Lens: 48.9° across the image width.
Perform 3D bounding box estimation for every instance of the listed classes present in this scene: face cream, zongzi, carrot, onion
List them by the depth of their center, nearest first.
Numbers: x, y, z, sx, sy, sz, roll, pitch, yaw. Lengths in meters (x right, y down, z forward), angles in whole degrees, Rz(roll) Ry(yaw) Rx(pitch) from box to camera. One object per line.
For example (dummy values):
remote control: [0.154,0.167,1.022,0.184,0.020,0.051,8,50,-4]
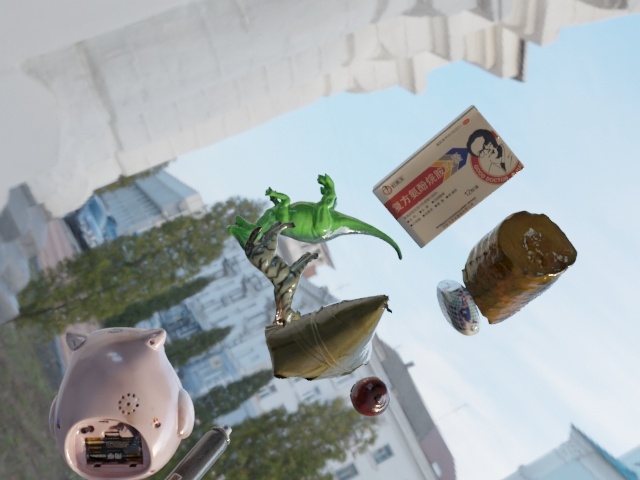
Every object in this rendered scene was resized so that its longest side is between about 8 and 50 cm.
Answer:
zongzi: [0.115,0.246,1.900,0.447,0.418,0.181,7,58,-56]
face cream: [-0.341,0.613,1.931,0.073,0.283,0.073,19,-50,24]
carrot: [0.566,0.073,2.070,0.241,0.241,0.341,61,-31,18]
onion: [0.157,0.489,2.211,0.131,0.131,0.131,58,-16,28]

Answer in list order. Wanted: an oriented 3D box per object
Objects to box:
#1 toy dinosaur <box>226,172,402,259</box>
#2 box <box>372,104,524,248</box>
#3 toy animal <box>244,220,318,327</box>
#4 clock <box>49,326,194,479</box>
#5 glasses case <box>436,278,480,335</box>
toy dinosaur: [0.000,0.000,2.233,0.500,0.374,0.144,42,-24,-3]
box: [0.339,-0.169,1.895,0.214,0.353,0.069,49,14,-7]
toy animal: [-0.079,0.070,1.721,0.090,0.170,0.255,-13,-76,61]
clock: [-0.512,0.413,1.787,0.250,0.368,0.377,-83,172,-76]
glasses case: [0.358,0.173,1.846,0.327,0.076,0.125,-38,105,-87]
